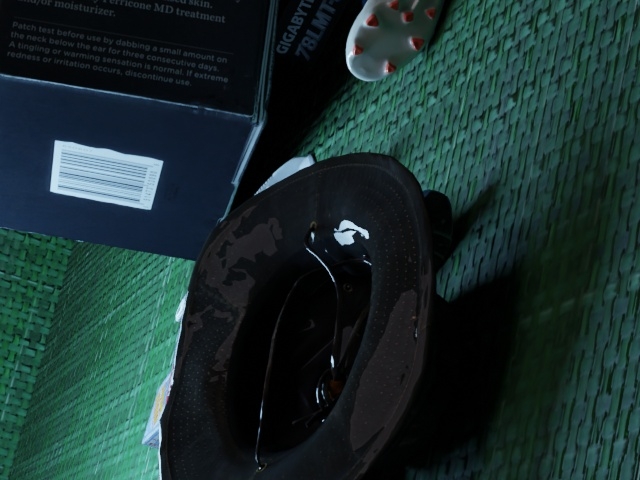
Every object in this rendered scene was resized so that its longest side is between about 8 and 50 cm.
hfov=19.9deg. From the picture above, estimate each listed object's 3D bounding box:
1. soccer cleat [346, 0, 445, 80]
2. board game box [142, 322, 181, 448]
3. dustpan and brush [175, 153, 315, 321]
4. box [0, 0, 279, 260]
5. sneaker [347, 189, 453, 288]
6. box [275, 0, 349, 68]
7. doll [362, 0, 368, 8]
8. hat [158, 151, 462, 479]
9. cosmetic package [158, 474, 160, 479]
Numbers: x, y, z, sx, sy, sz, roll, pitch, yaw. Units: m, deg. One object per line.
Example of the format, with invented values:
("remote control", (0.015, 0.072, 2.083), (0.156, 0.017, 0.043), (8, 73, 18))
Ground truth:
("soccer cleat", (0.086, -0.233, 1.658), (0.196, 0.068, 0.076), (-59, 13, 17))
("board game box", (-0.131, 0.142, 1.984), (0.194, 0.060, 0.194), (127, 156, -48))
("dustpan and brush", (-0.078, 0.009, 1.898), (0.211, 0.060, 0.147), (-58, 19, 19))
("box", (-0.207, -0.283, 2.081), (0.480, 0.297, 0.471), (118, 161, -69))
("sneaker", (0.059, -0.003, 1.483), (0.162, 0.063, 0.073), (131, 156, -54))
("box", (0.023, -0.394, 2.044), (0.295, 0.073, 0.293), (-88, 21, -44))
("doll", (0.072, -0.253, 1.751), (0.129, 0.046, 0.189), (-166, 94, -76))
("hat", (0.017, 0.092, 1.387), (0.331, 0.134, 0.331), (-31, 49, 43))
("cosmetic package", (-0.060, 0.194, 1.543), (0.153, 0.129, 0.296), (123, 160, -46))
